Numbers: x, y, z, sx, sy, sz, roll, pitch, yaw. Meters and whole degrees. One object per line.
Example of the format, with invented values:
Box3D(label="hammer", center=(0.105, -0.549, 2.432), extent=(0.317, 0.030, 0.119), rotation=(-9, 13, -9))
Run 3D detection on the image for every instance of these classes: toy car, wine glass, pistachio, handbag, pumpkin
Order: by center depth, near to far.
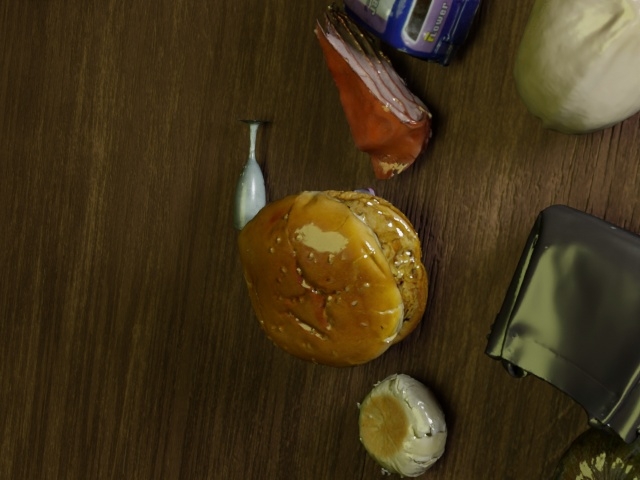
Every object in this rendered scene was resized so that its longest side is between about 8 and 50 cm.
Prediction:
Box3D(label="pistachio", center=(0.364, -0.260, 1.719), extent=(0.331, 0.208, 0.226), rotation=(120, 173, -46))
Box3D(label="pumpkin", center=(0.396, 0.356, 1.732), extent=(0.219, 0.162, 0.218), rotation=(-1, 88, 42))
Box3D(label="handbag", center=(0.369, 0.108, 1.740), extent=(0.285, 0.113, 0.257), rotation=(32, 95, 40))
Box3D(label="toy car", center=(0.118, -0.381, 1.985), extent=(0.235, 0.158, 0.172), rotation=(40, 119, 39))
Box3D(label="wine glass", center=(-0.125, -0.114, 2.313), extent=(0.066, 0.066, 0.198), rotation=(10, 98, 45))

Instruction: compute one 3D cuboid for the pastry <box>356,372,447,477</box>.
Box3D(label="pastry", center=(0.129, 0.287, 2.052), extent=(0.166, 0.088, 0.165), rotation=(3, 95, 45))

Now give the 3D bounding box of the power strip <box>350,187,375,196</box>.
Box3D(label="power strip", center=(0.000, 0.000, 2.208), extent=(0.279, 0.038, 0.109), rotation=(-23, 76, 43))

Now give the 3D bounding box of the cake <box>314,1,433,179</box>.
Box3D(label="cake", center=(0.083, -0.243, 2.038), extent=(0.135, 0.098, 0.287), rotation=(-22, 95, 54))

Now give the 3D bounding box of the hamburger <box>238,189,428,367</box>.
Box3D(label="hamburger", center=(0.009, 0.057, 2.069), extent=(0.314, 0.170, 0.289), rotation=(-6, 108, 41))
